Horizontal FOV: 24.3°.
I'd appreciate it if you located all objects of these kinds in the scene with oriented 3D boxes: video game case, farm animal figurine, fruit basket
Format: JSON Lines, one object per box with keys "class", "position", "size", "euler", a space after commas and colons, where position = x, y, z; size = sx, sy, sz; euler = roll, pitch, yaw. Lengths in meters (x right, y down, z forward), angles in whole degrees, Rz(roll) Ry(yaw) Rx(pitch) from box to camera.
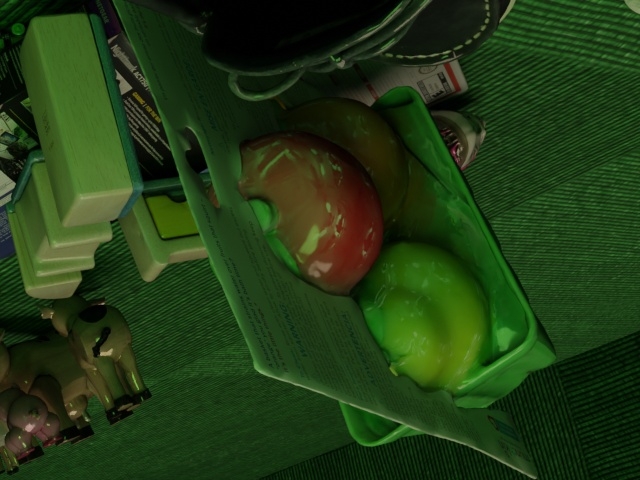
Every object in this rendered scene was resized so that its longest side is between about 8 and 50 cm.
{"class": "video game case", "position": [-0.026, -0.106, 1.212], "size": [0.285, 0.025, 0.204], "euler": [-24, 163, 7]}
{"class": "farm animal figurine", "position": [-0.326, 0.153, 1.685], "size": [0.330, 0.172, 0.327], "euler": [-26, 174, 13]}
{"class": "fruit basket", "position": [0.000, 0.000, 1.004], "size": [0.165, 0.327, 0.353], "euler": [-39, 146, 24]}

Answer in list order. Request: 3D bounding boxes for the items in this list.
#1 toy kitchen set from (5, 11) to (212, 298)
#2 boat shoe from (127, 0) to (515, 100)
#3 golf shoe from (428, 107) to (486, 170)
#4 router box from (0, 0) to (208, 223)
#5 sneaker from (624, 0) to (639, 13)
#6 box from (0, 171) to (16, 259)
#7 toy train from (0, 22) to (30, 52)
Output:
{"class": "toy kitchen set", "position": [-0.119, -0.057, 0.999], "size": [0.166, 0.122, 0.207], "euler": [-10, 164, -25]}
{"class": "boat shoe", "position": [-0.010, -0.165, 0.854], "size": [0.187, 0.156, 0.500], "euler": [-22, 164, 21]}
{"class": "golf shoe", "position": [0.113, -0.096, 1.352], "size": [0.086, 0.067, 0.186], "euler": [-38, -179, -9]}
{"class": "router box", "position": [-0.161, -0.082, 1.053], "size": [0.133, 0.046, 0.179], "euler": [-29, 148, 6]}
{"class": "sneaker", "position": [0.304, -0.224, 1.130], "size": [0.158, 0.061, 0.065], "euler": [-19, -170, 21]}
{"class": "box", "position": [-0.234, -0.058, 1.166], "size": [0.136, 0.036, 0.225], "euler": [-33, 164, -6]}
{"class": "toy train", "position": [-0.201, -0.137, 1.020], "size": [0.083, 0.024, 0.017], "euler": [-11, 164, -9]}
